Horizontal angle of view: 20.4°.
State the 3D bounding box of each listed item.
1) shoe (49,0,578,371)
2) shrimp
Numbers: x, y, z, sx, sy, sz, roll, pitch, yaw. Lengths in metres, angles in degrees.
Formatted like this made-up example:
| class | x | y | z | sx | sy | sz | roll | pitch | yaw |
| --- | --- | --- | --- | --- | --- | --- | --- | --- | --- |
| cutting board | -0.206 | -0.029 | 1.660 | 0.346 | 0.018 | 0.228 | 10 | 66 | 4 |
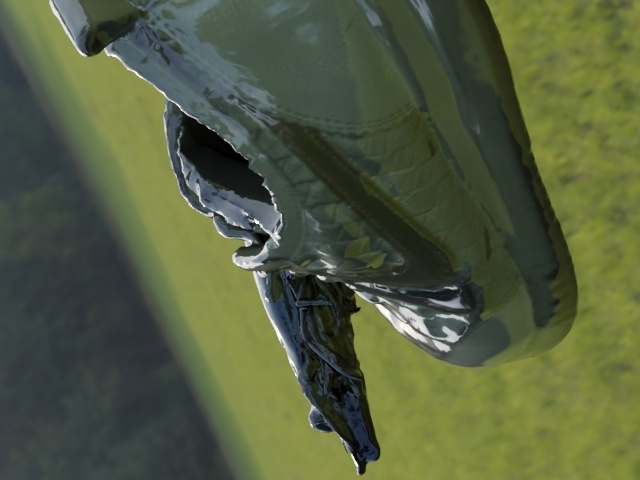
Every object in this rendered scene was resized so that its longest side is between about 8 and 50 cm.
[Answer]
| class | x | y | z | sx | sy | sz | roll | pitch | yaw |
| --- | --- | --- | --- | --- | --- | --- | --- | --- | --- |
| shoe | 0.007 | -0.024 | 0.551 | 0.103 | 0.098 | 0.275 | 59 | 179 | 35 |
| shrimp | 0.000 | 0.000 | 0.971 | 0.198 | 0.051 | 0.261 | 144 | 111 | -74 |
